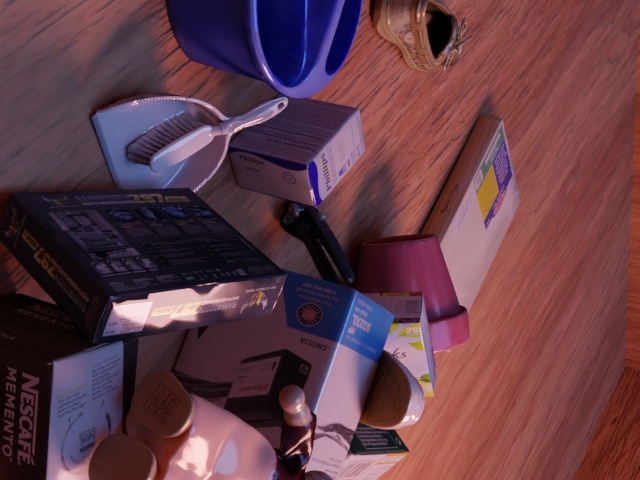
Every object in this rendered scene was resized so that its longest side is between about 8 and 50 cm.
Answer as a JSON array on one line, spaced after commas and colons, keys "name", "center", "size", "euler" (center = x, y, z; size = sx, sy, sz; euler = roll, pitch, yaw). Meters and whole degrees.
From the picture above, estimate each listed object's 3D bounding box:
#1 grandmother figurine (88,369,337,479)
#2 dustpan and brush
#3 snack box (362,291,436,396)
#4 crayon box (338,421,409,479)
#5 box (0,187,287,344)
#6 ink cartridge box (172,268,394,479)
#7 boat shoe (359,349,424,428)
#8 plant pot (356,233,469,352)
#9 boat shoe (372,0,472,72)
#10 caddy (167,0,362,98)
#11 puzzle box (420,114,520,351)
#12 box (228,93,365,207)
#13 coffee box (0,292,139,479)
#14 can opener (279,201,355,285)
[{"name": "grandmother figurine", "center": [-0.076, 0.243, 1.021], "size": [0.208, 0.104, 0.342], "euler": [-49, 138, -4]}, {"name": "dustpan and brush", "center": [-0.134, -0.121, 1.110], "size": [0.211, 0.060, 0.147], "euler": [-33, 134, -24]}, {"name": "snack box", "center": [0.062, 0.160, 1.494], "size": [0.070, 0.207, 0.174], "euler": [-80, 162, -46]}, {"name": "crayon box", "center": [-0.049, 0.368, 1.411], "size": [0.323, 0.083, 0.203], "euler": [-43, 154, 14]}, {"name": "box", "center": [-0.176, 0.016, 1.001], "size": [0.232, 0.183, 0.059], "euler": [-5, 127, -49]}, {"name": "ink cartridge box", "center": [-0.070, 0.196, 1.265], "size": [0.129, 0.223, 0.307], "euler": [36, 72, -58]}, {"name": "boat shoe", "center": [0.084, 0.199, 1.345], "size": [0.096, 0.277, 0.098], "euler": [23, 87, -21]}, {"name": "plant pot", "center": [0.139, 0.086, 1.638], "size": [0.201, 0.201, 0.180], "euler": [-15, 99, -58]}, {"name": "boat shoe", "center": [0.180, -0.335, 1.607], "size": [0.285, 0.089, 0.105], "euler": [7, 95, -61]}, {"name": "caddy", "center": [-0.041, -0.337, 1.131], "size": [0.241, 0.179, 0.341], "euler": [-31, 128, -53]}, {"name": "puzzle box", "center": [0.292, -0.014, 1.984], "size": [0.409, 0.052, 0.272], "euler": [-60, 147, -26]}, {"name": "box", "center": [-0.029, -0.122, 1.300], "size": [0.137, 0.126, 0.072], "euler": [-50, 143, -37]}, {"name": "coffee box", "center": [-0.285, 0.219, 0.959], "size": [0.119, 0.168, 0.297], "euler": [-14, 115, -58]}, {"name": "can opener", "center": [0.000, 0.000, 1.373], "size": [0.073, 0.186, 0.059], "euler": [11, 120, -36]}]
